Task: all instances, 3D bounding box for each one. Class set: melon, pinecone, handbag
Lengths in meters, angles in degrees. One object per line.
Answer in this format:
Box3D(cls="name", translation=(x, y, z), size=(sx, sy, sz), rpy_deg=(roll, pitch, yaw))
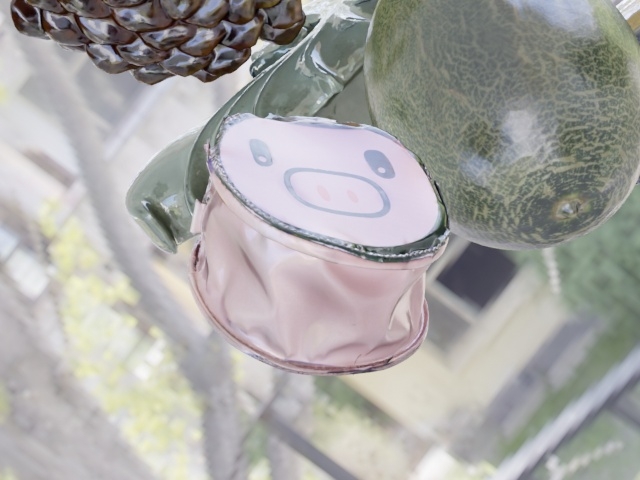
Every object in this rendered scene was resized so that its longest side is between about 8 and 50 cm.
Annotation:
Box3D(cls="melon", translation=(0.164, -0.138, 1.735), size=(0.248, 0.248, 0.329), rpy_deg=(-49, 41, 28))
Box3D(cls="pinecone", translation=(-0.177, -0.368, 1.988), size=(0.397, 0.398, 0.398), rpy_deg=(-52, 8, 10))
Box3D(cls="handbag", translation=(0.001, -0.001, 1.436), size=(0.179, 0.205, 0.116), rpy_deg=(-114, 36, -43))

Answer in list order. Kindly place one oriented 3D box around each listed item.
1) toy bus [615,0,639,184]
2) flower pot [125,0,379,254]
Box3D(cls="toy bus", translation=(0.418, -0.220, 2.248), size=(0.386, 0.171, 0.162), rpy_deg=(-38, 19, 6))
Box3D(cls="flower pot", translation=(-0.028, -0.120, 2.093), size=(0.367, 0.164, 0.254), rpy_deg=(-45, 27, -17))
